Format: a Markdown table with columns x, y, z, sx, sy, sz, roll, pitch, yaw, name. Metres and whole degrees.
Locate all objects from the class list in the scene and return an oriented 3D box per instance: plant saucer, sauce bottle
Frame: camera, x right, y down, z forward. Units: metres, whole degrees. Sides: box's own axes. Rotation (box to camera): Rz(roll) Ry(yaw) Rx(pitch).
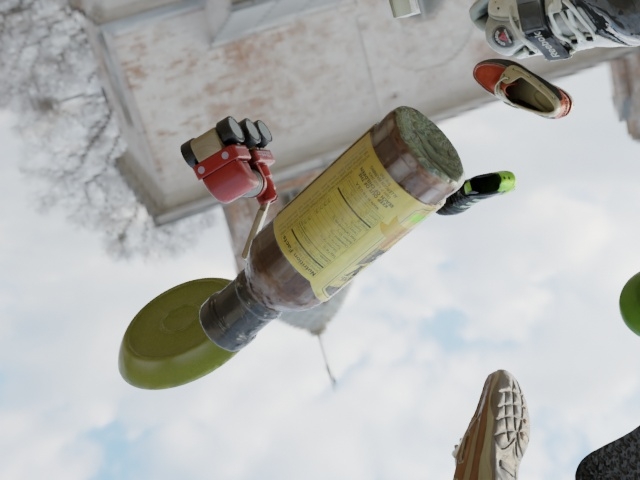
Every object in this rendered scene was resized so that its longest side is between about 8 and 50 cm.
| x | y | z | sx | sy | sz | roll | pitch | yaw | name |
| --- | --- | --- | --- | --- | --- | --- | --- | --- | --- |
| -0.206 | 0.129 | 1.618 | 0.241 | 0.037 | 0.241 | -18 | -149 | 11 | plant saucer |
| 0.000 | 0.000 | 1.141 | 0.344 | 0.111 | 0.111 | -40 | -172 | 31 | sauce bottle |

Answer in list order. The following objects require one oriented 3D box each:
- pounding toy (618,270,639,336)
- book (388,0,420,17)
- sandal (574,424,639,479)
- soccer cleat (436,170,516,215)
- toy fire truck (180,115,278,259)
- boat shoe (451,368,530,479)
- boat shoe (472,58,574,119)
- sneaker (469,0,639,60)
| x | y | z | sx | sy | sz | roll | pitch | yaw | name |
| --- | --- | --- | --- | --- | --- | --- | --- | --- | --- |
| 0.726 | 0.104 | 2.163 | 0.237 | 0.110 | 0.182 | -6 | -126 | 16 | pounding toy |
| 0.093 | -0.352 | 1.329 | 0.035 | 0.144 | 0.096 | -14 | -172 | 16 | book |
| 0.527 | 0.318 | 1.522 | 0.107 | 0.167 | 0.446 | 3 | 158 | -21 | sandal |
| 0.272 | -0.091 | 1.949 | 0.179 | 0.060 | 0.072 | -20 | 164 | 36 | soccer cleat |
| -0.159 | -0.099 | 2.112 | 0.159 | 0.246 | 0.217 | -29 | 173 | 19 | toy fire truck |
| 0.281 | 0.366 | 1.844 | 0.116 | 0.123 | 0.324 | -19 | -142 | 36 | boat shoe |
| 0.233 | -0.179 | 1.257 | 0.137 | 0.049 | 0.043 | 32 | -150 | 31 | boat shoe |
| 0.282 | -0.265 | 1.283 | 0.146 | 0.122 | 0.330 | -37 | -158 | 0 | sneaker |
